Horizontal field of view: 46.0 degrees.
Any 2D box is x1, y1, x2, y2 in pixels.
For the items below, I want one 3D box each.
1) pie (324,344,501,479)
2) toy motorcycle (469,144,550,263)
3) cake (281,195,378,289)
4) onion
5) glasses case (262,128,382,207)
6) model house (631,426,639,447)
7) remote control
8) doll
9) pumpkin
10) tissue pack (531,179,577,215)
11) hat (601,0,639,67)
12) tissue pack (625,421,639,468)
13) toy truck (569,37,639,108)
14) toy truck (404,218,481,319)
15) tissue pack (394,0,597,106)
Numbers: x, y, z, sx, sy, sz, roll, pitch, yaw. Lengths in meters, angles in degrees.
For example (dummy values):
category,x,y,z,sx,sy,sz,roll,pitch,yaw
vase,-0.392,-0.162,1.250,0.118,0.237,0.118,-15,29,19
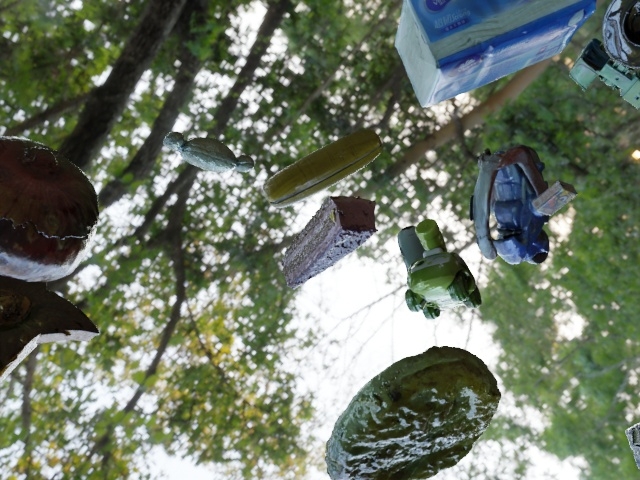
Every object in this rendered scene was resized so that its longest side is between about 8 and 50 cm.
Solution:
category,x,y,z,sx,sy,sz,roll,pitch,yaw
pie,0.134,0.259,1.059,0.277,0.277,0.078,16,-147,-40
toy motorcycle,0.475,-0.080,1.913,0.182,0.241,0.319,-149,49,-79
cake,0.000,0.000,1.783,0.113,0.295,0.116,23,-139,-37
onion,-0.440,-0.052,1.108,0.246,0.190,0.246,32,-160,-13
glasses case,0.005,-0.131,1.369,0.064,0.234,0.079,62,180,-35
model house,0.554,0.340,1.238,0.083,0.058,0.057,4,-108,4
remote control,0.280,0.073,2.034,0.045,0.097,0.256,94,153,-68
doll,-0.249,-0.188,1.656,0.214,0.071,0.103,14,173,-29
pumpkin,-0.611,0.144,1.474,0.290,0.095,0.258,38,-138,28
tissue pack,0.525,-0.096,1.690,0.063,0.083,0.035,12,-132,-40
hat,0.422,-0.288,0.983,0.121,0.121,0.050,37,-149,-8
tissue pack,0.882,0.403,1.648,0.394,0.288,0.124,87,169,-69
toy truck,0.553,-0.295,1.409,0.175,0.067,0.081,37,-122,7
toy truck,0.277,0.077,1.729,0.187,0.148,0.210,47,-148,-45
tissue pack,0.265,-0.341,1.189,0.198,0.263,0.146,85,163,-82
